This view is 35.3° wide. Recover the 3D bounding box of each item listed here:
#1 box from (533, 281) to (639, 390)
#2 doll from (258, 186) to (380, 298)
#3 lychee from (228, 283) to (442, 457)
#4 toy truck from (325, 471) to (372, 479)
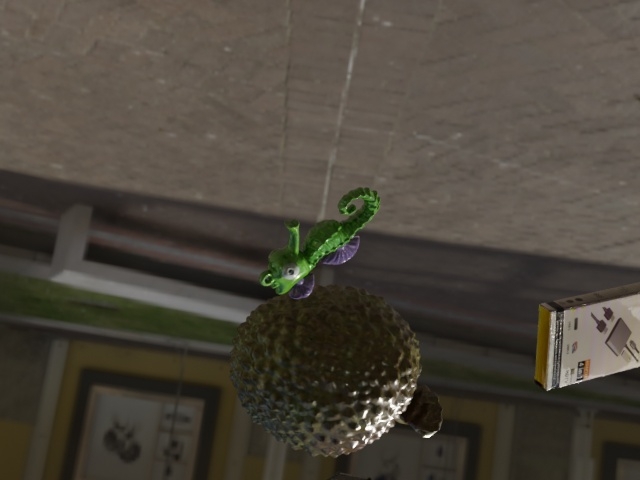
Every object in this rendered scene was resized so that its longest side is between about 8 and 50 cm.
[{"bbox_3d":[0.422,0.130,1.451,0.247,0.129,0.033,-11,-158,-20],"label":"box"},{"bbox_3d":[0.000,0.000,1.289,0.050,0.190,0.115,47,170,37],"label":"doll"},{"bbox_3d":[0.021,0.193,1.510,0.320,0.270,0.270,-5,178,-38],"label":"lychee"},{"bbox_3d":[0.043,0.515,1.933,0.121,0.088,0.259,-24,179,-20],"label":"toy truck"}]
